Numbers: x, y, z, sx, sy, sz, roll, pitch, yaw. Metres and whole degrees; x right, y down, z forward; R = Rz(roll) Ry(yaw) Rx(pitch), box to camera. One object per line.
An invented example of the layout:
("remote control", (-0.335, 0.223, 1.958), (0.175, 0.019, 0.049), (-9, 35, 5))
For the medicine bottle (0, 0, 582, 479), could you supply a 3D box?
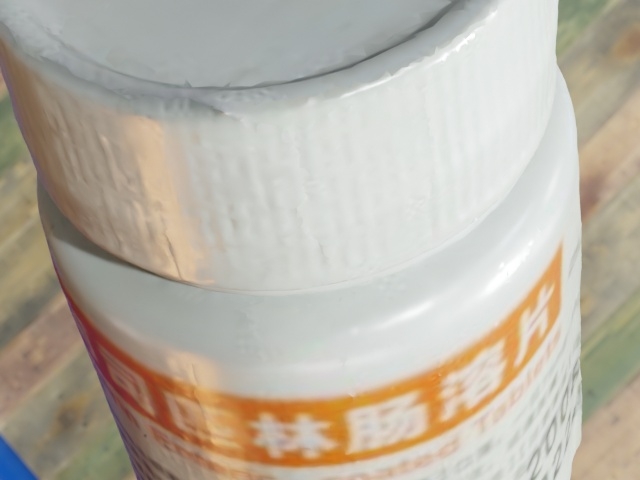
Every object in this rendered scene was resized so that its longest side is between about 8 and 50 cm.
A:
("medicine bottle", (0.000, 0.000, 0.700), (0.211, 0.211, 0.371), (-38, 147, -19))
